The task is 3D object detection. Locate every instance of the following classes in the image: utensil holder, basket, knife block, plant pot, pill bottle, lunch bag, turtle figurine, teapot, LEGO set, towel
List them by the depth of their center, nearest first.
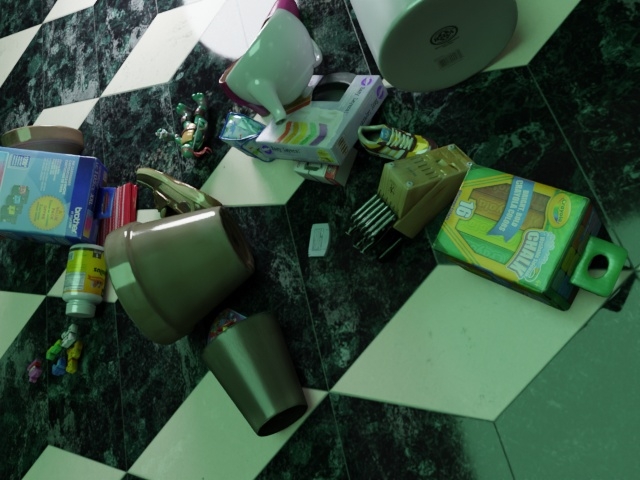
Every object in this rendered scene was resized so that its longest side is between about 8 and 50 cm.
[{"bbox_3d":[0.217,-0.573,1.308,0.327,0.327,0.386,-28,61,24],"label":"utensil holder"},{"bbox_3d":[0.195,-0.068,1.309,0.275,0.242,0.088,-19,53,-24],"label":"knife block"},{"bbox_3d":[-0.135,0.310,1.352,0.204,0.154,0.227,-33,61,-3],"label":"basket"},{"bbox_3d":[-0.096,-0.425,1.465,0.256,0.187,0.252,-54,17,2],"label":"teapot"},{"bbox_3d":[-0.329,0.060,1.501,0.280,0.323,0.323,-26,60,6],"label":"plant pot"},{"bbox_3d":[-0.168,-0.271,1.588,0.151,0.128,0.097,12,82,35],"label":"lunch bag"},{"bbox_3d":[-0.394,-0.325,1.772,0.175,0.118,0.234,-11,52,16],"label":"turtle figurine"},{"bbox_3d":[-0.789,0.370,1.815,0.227,0.087,0.093,-42,40,16],"label":"LEGO set"},{"bbox_3d":[-0.727,0.125,1.841,0.117,0.117,0.215,-11,68,31],"label":"pill bottle"},{"bbox_3d":[-0.697,-0.062,1.941,0.274,0.031,0.199,-16,68,32],"label":"towel"},{"bbox_3d":[-0.946,-0.254,2.064,0.262,0.263,0.230,-13,84,31],"label":"plant pot"}]

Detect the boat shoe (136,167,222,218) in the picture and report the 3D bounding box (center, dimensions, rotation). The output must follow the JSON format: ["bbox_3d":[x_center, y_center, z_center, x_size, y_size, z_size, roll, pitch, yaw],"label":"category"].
[{"bbox_3d":[-0.433,-0.115,1.725,0.341,0.123,0.123,24,87,31],"label":"boat shoe"}]

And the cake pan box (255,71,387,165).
[{"bbox_3d":[0.005,-0.306,1.472,0.245,0.070,0.267,14,60,36],"label":"cake pan box"}]

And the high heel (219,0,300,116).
[{"bbox_3d":[-0.164,-0.546,1.647,0.127,0.181,0.378,1,74,35],"label":"high heel"}]

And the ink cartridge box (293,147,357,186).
[{"bbox_3d":[0.011,-0.198,1.484,0.135,0.056,0.099,15,83,37],"label":"ink cartridge box"}]

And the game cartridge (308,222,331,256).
[{"bbox_3d":[0.000,0.000,1.449,0.055,0.017,0.083,-3,72,38],"label":"game cartridge"}]

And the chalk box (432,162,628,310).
[{"bbox_3d":[0.388,0.005,1.076,0.288,0.179,0.180,24,88,38],"label":"chalk box"}]

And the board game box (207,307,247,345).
[{"bbox_3d":[-0.235,0.248,1.512,0.168,0.033,0.133,21,86,38],"label":"board game box"}]

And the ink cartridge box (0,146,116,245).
[{"bbox_3d":[-0.837,-0.131,1.872,0.394,0.151,0.270,6,79,-4],"label":"ink cartridge box"}]

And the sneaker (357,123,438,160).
[{"bbox_3d":[0.172,-0.221,1.354,0.185,0.084,0.070,10,78,26],"label":"sneaker"}]
